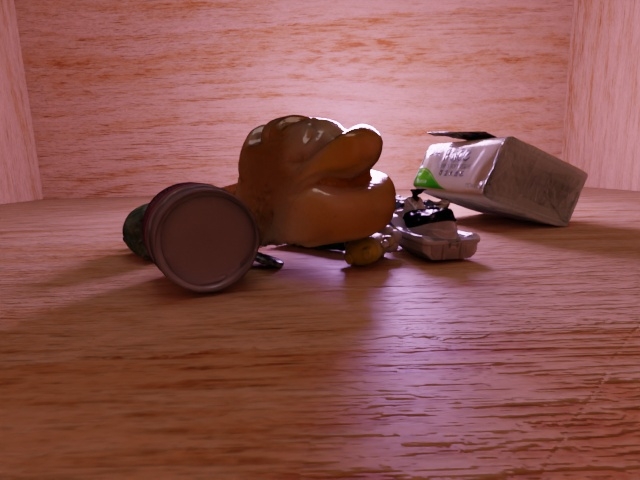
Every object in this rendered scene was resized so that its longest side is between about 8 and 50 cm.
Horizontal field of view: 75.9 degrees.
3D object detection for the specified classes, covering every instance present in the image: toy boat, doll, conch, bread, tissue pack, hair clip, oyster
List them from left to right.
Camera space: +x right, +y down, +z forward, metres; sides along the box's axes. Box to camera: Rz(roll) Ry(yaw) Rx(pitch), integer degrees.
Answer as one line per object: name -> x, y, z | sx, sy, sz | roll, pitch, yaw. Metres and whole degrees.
conch -> -0.383, -0.021, 0.950 | 0.176, 0.121, 0.188 | -22, 7, 4
hair clip -> -0.178, 0.031, 0.855 | 0.229, 0.036, 0.066 | 3, 5, 24
bread -> -0.044, -0.129, 0.867 | 0.329, 0.245, 0.424 | -30, 30, -18
doll -> 0.108, 0.012, 0.838 | 0.106, 0.062, 0.162 | -15, 5, 33
oyster -> 0.322, -0.117, 1.478 | 0.200, 0.087, 0.252 | 7, 4, -7
toy boat -> 0.227, -0.037, 0.919 | 0.141, 0.140, 0.269 | -4, 25, -14
tissue pack -> 0.558, -0.194, 1.335 | 0.332, 0.205, 0.405 | 18, 6, -18

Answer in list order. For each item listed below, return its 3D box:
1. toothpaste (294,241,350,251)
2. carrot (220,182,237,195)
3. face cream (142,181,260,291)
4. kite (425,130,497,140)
toothpaste -> 0.000, 0.000, 0.985 | 0.248, 0.046, 0.078 | 3, 7, 37
carrot -> -0.227, -0.076, 1.173 | 0.255, 0.195, 0.196 | -9, 6, 25
face cream -> -0.212, -0.013, 0.712 | 0.175, 0.175, 0.195 | -6, 12, -24
kite -> 0.511, -0.320, 1.344 | 0.336, 0.011, 0.314 | 16, 6, 8
